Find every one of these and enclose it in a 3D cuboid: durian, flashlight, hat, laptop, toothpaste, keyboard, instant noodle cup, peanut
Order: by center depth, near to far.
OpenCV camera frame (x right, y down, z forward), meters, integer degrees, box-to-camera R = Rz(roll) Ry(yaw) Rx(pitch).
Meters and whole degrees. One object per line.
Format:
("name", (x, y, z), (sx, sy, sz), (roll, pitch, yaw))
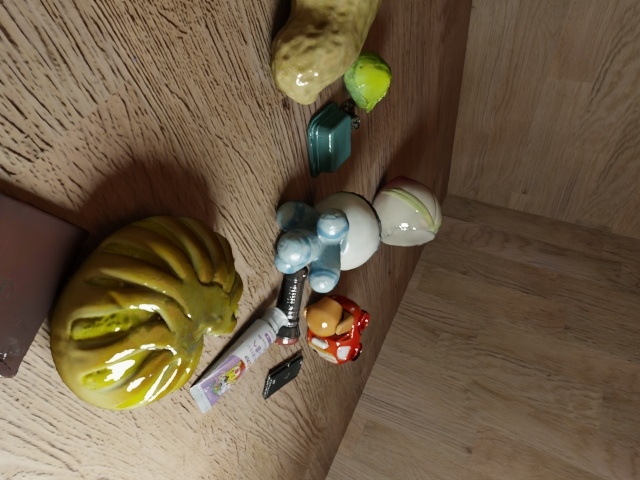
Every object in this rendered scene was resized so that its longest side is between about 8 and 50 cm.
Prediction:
("laptop", (-0.381, 0.056, 0.502), (0.207, 0.026, 0.154), (-68, 156, -12))
("peanut", (0.015, -0.461, 0.862), (0.192, 0.169, 0.388), (29, 80, -55))
("toothpaste", (-0.197, 0.288, 1.063), (0.299, 0.073, 0.114), (-45, 146, -35))
("instant noodle cup", (0.031, -0.272, 1.176), (0.157, 0.070, 0.179), (-51, 151, -39))
("flashlight", (-0.088, 0.180, 1.219), (0.093, 0.092, 0.232), (-12, 112, -65))
("durian", (0.139, -0.471, 1.248), (0.139, 0.101, 0.250), (-40, 163, 14))
("hat", (0.091, -0.357, 1.274), (0.121, 0.050, 0.121), (15, 90, -70))
("keyboard", (-0.120, 0.442, 1.403), (0.230, 0.025, 0.094), (-6, 114, -66))

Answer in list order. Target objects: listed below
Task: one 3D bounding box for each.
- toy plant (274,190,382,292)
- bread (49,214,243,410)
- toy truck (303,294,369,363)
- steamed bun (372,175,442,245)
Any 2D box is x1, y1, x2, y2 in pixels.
("toy plant", (0.000, 0.000, 1.107), (0.332, 0.247, 0.248), (-24, 128, -59))
("bread", (-0.246, 0.110, 0.680), (0.333, 0.159, 0.333), (-47, 145, -48))
("toy truck", (0.032, 0.311, 1.472), (0.239, 0.188, 0.265), (-8, 114, -55))
("steamed bun", (0.351, -0.140, 1.768), (0.309, 0.309, 0.310), (-49, 148, -45))
